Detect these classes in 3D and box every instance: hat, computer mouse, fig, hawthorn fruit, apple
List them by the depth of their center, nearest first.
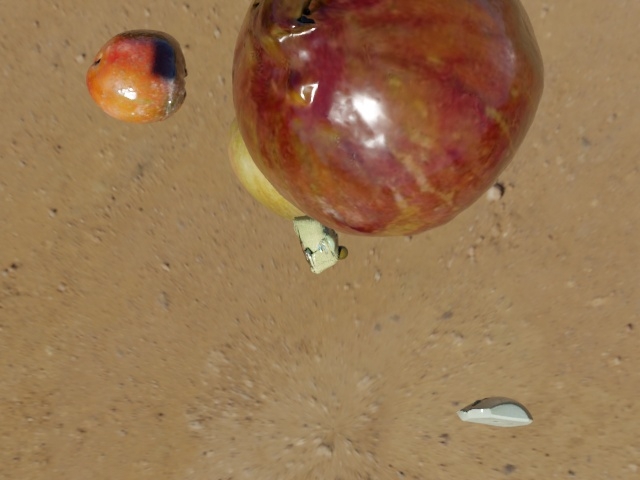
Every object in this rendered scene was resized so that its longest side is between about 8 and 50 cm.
[{"bbox_3d":[0.033,-0.107,0.640,0.205,0.205,0.205,0,80,1],"label":"fig"},{"bbox_3d":[0.207,0.202,1.257,0.110,0.056,0.032,15,67,-38],"label":"computer mouse"},{"bbox_3d":[0.000,0.000,1.390,0.059,0.076,0.077,-20,74,3],"label":"hat"},{"bbox_3d":[-0.025,-0.145,1.791,0.257,0.257,0.233,-20,117,-3],"label":"apple"},{"bbox_3d":[-0.312,-0.278,1.795,0.173,0.173,0.172,0,80,1],"label":"hawthorn fruit"}]
